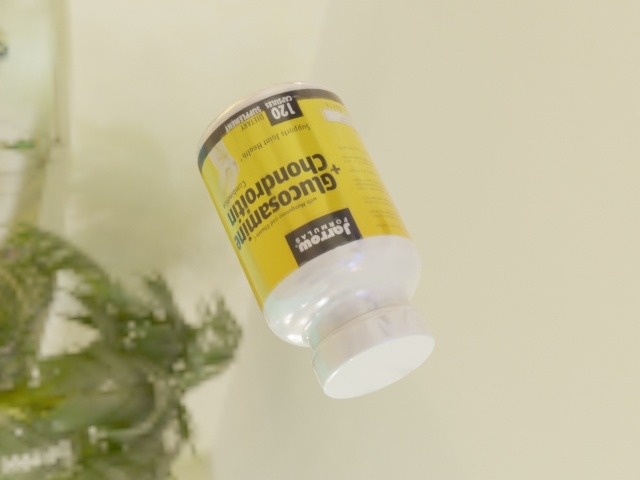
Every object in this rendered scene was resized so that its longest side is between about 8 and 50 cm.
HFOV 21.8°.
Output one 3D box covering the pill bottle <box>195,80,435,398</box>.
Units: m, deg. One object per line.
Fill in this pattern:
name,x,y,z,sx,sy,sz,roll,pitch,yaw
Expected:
pill bottle,0.000,0.000,1.030,0.184,0.103,0.103,64,-26,24
